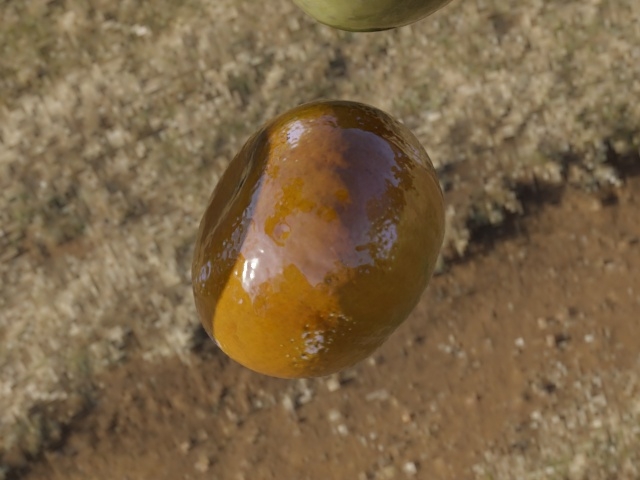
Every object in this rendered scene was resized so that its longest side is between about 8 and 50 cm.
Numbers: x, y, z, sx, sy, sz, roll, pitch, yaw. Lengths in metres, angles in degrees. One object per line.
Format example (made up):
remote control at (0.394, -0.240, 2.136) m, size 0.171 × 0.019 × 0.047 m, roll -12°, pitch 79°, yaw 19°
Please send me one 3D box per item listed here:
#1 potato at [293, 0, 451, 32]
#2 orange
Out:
potato at (0.048, -0.231, 0.607) m, size 0.141 × 0.192 × 0.296 m, roll 27°, pitch 98°, yaw 49°
orange at (0.000, 0.000, 1.187) m, size 0.240 × 0.171 × 0.240 m, roll -53°, pitch 20°, yaw 29°
